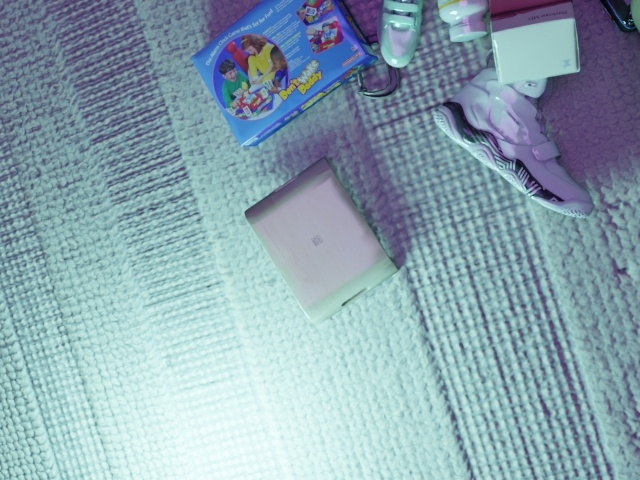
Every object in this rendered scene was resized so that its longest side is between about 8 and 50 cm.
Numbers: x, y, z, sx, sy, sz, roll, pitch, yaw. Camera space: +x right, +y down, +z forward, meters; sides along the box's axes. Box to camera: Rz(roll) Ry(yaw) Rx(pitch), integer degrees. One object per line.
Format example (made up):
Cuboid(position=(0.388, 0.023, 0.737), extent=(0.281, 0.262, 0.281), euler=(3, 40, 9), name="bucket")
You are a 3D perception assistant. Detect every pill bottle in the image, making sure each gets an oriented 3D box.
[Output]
Cuboid(position=(0.284, -0.499, 1.589), extent=(0.103, 0.103, 0.184), euler=(-9, 92, 18), name="pill bottle")

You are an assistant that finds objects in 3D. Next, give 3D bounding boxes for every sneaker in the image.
Cuboid(position=(0.419, -0.214, 1.552), extent=(0.365, 0.137, 0.210), euler=(39, 107, 14), name="sneaker")
Cuboid(position=(0.160, -0.485, 1.600), extent=(0.094, 0.151, 0.256), euler=(6, 97, 7), name="sneaker")

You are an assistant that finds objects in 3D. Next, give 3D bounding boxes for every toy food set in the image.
Cuboid(position=(0.000, 0.000, 1.740), extent=(0.219, 0.092, 0.306), euler=(-34, 86, 6), name="toy food set")

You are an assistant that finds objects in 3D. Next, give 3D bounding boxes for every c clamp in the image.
Cuboid(position=(0.100, -0.377, 1.703), extent=(0.137, 0.022, 0.161), euler=(-15, 88, 13), name="c clamp")

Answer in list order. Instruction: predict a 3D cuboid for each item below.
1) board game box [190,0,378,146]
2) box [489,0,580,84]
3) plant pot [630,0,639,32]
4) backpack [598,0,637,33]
Cuboid(position=(-0.083, -0.393, 1.711), extent=(0.347, 0.078, 0.233), euler=(-32, 85, 22), name="board game box")
Cuboid(position=(0.395, -0.425, 1.487), extent=(0.148, 0.127, 0.232), euler=(-7, 50, 16), name="box")
Cuboid(position=(0.667, -0.386, 1.304), extent=(0.322, 0.280, 0.323), euler=(-4, 117, -7), name="plant pot")
Cuboid(position=(0.607, -0.494, 1.481), extent=(0.173, 0.117, 0.158), euler=(-35, 84, 17), name="backpack")
